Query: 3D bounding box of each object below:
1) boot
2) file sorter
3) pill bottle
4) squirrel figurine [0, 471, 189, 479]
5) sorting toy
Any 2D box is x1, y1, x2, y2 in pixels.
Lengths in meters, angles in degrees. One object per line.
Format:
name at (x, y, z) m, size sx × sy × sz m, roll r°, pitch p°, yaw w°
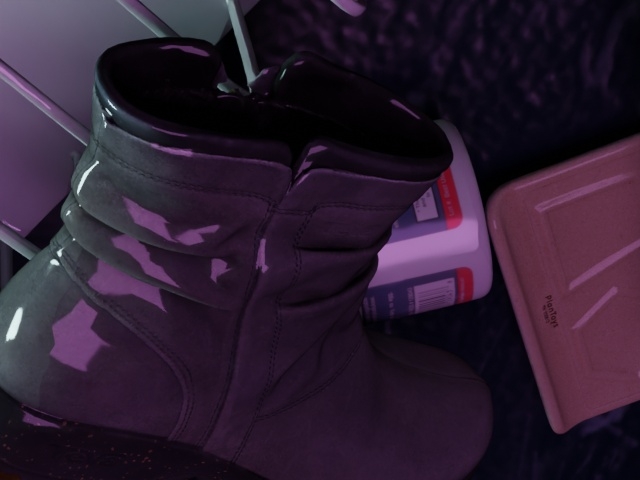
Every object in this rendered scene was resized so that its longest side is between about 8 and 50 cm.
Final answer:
boot at (0.006, 0.028, 0.809) m, size 0.338 × 0.118 × 0.223 m, roll 7°, pitch 128°, yaw -41°
file sorter at (-0.142, -0.104, 0.825) m, size 0.277 × 0.173 × 0.193 m, roll -43°, pitch 118°, yaw 15°
pill bottle at (0.000, 0.000, 0.950) m, size 0.180 × 0.108 × 0.108 m, roll -13°, pitch 122°, yaw -3°
squirrel figurine at (-0.298, 0.114, 0.806) m, size 0.281 × 0.397 × 0.370 m, roll -28°, pitch 109°, yaw 17°
sorting toy at (0.217, 0.010, 1.042) m, size 0.208 × 0.038 × 0.193 m, roll -23°, pitch 122°, yaw -3°
